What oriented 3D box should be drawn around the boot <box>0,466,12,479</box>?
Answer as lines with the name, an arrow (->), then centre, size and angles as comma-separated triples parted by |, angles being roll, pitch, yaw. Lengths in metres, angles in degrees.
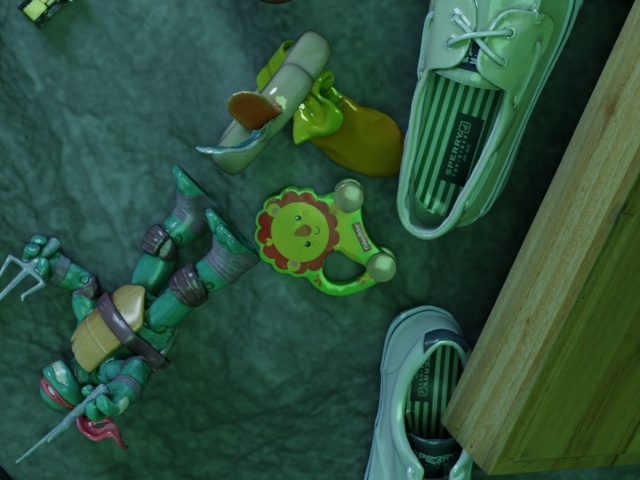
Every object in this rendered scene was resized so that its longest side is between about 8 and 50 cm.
boot -> -0.271, 0.252, 1.186 | 0.115, 0.112, 0.305 | -39, 103, 13

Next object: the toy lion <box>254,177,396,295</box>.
toy lion -> 0.000, 0.000, 1.200 | 0.096, 0.034, 0.100 | -25, 101, 7

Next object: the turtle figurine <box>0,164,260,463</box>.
turtle figurine -> -0.159, 0.059, 1.156 | 0.234, 0.118, 0.175 | -44, 60, 2

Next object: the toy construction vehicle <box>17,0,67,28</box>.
toy construction vehicle -> -0.206, -0.221, 1.140 | 0.098, 0.035, 0.086 | -42, 101, 3

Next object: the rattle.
rattle -> -0.008, -0.068, 1.099 | 0.130, 0.199, 0.142 | -36, 101, 2

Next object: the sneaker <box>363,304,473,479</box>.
sneaker -> 0.080, 0.184, 1.204 | 0.094, 0.091, 0.258 | -3, 101, -4

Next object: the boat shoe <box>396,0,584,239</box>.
boat shoe -> 0.124, -0.136, 1.106 | 0.109, 0.094, 0.302 | 16, 117, 13

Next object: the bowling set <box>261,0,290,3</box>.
bowling set -> -0.057, -0.287, 1.106 | 0.287, 0.154, 0.200 | 0, 118, -6

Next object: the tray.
tray -> 0.257, -0.014, 1.091 | 0.203, 0.076, 0.411 | 2, 121, -36
